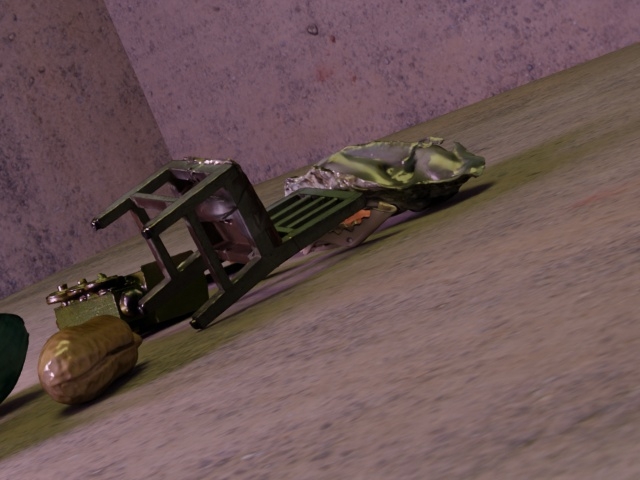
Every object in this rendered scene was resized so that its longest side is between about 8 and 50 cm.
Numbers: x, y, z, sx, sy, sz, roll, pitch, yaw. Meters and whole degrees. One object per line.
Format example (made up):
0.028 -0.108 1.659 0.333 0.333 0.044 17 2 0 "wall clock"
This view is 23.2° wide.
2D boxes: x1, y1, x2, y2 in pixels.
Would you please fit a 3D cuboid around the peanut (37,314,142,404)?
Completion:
-0.231 0.116 1.552 0.080 0.080 0.174 -21 2 18 "peanut"

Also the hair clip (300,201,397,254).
0.000 0.000 1.875 0.226 0.072 0.034 -9 17 32 "hair clip"

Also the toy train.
-0.244 0.078 1.928 0.137 0.090 0.225 -18 2 -33 "toy train"

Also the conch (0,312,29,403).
-0.438 0.158 1.741 0.196 0.134 0.202 11 -20 -35 "conch"

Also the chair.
-0.102 -0.036 1.772 0.270 0.147 0.136 -38 26 -26 "chair"

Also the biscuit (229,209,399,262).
-0.006 -0.014 2.079 0.250 0.036 0.165 -19 5 4 "biscuit"

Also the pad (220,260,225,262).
-0.145 0.020 2.188 0.367 0.007 0.247 -25 -5 7 "pad"

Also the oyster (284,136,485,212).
0.076 -0.076 1.937 0.252 0.087 0.199 -20 23 1 "oyster"
